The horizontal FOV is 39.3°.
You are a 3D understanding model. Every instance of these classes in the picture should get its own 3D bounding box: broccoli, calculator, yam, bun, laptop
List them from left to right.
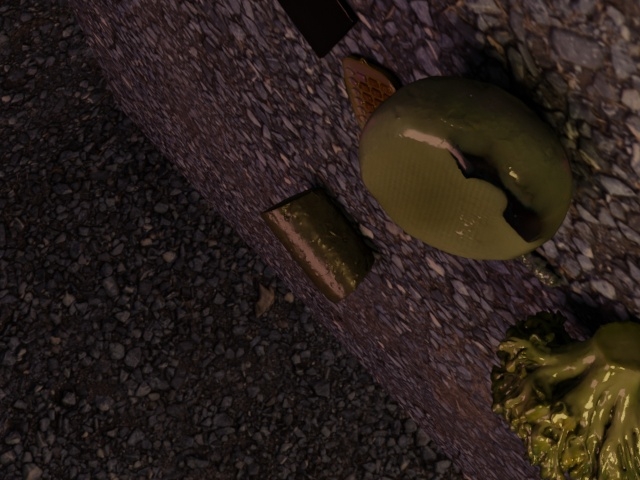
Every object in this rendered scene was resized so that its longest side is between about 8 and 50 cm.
[{"bbox_3d":[-0.010,-0.367,1.403,0.135,0.016,0.197,53,165,-6],"label":"laptop"},{"bbox_3d":[0.000,0.000,2.058,0.268,0.161,0.161,53,167,-4],"label":"yam"},{"bbox_3d":[0.104,-0.200,1.446,0.157,0.033,0.236,38,160,44],"label":"calculator"},{"bbox_3d":[0.192,-0.108,1.135,0.283,0.179,0.283,25,155,13],"label":"bun"},{"bbox_3d":[0.384,0.223,1.284,0.288,0.248,0.245,21,138,9],"label":"broccoli"}]

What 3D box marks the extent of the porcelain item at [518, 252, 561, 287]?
[{"bbox_3d":[0.332,0.041,1.362,0.083,0.028,0.036,46,-177,13],"label":"porcelain item"}]
